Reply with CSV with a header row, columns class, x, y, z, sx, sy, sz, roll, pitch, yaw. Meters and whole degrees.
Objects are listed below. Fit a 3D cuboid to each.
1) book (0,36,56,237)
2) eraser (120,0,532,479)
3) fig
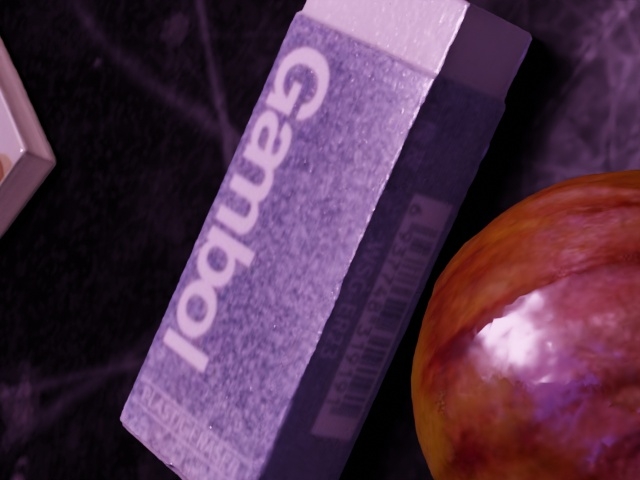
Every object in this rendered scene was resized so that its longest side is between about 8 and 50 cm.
class,x,y,z,sx,sy,sz,roll,pitch,yaw
book,-0.246,-0.062,0.961,0.202,0.027,0.264,-50,48,25
eraser,0.000,0.000,0.673,0.092,0.046,0.212,33,102,46
fig,0.125,0.059,0.464,0.202,0.148,0.149,14,127,17
